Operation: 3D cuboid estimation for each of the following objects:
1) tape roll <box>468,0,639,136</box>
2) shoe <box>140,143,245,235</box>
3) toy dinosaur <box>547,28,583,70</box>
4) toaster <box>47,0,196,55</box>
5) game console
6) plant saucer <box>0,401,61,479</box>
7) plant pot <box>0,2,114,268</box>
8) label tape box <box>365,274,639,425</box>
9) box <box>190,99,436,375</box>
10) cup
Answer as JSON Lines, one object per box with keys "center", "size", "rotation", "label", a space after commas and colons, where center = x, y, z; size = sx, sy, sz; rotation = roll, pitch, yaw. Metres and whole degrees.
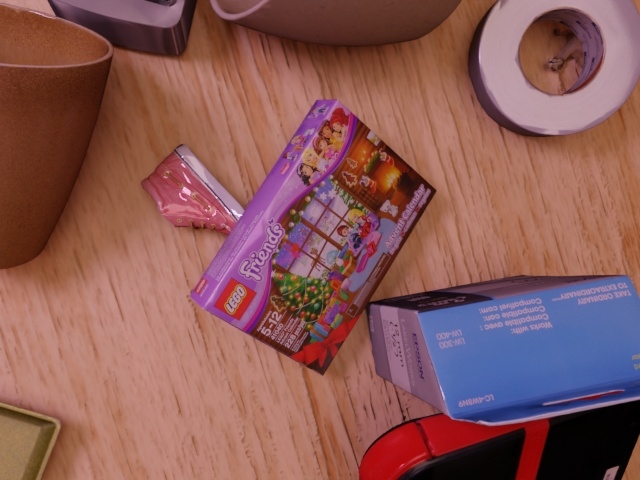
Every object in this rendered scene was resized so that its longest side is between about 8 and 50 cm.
{"center": [0.319, -0.253, 0.831], "size": [0.219, 0.072, 0.219], "rotation": [0, 98, 3], "label": "tape roll"}
{"center": [-0.147, -0.034, 0.778], "size": [0.081, 0.063, 0.178], "rotation": [-42, 93, -4], "label": "shoe"}
{"center": [0.411, -0.300, 0.893], "size": [0.183, 0.053, 0.092], "rotation": [-13, 106, -2], "label": "toy dinosaur"}
{"center": [-0.238, -0.324, 0.740], "size": [0.168, 0.110, 0.185], "rotation": [13, 87, -9], "label": "toaster"}
{"center": [0.214, 0.330, 0.743], "size": [0.342, 0.060, 0.386], "rotation": [-13, 126, -14], "label": "game console"}
{"center": [-0.431, 0.273, 0.729], "size": [0.188, 0.045, 0.188], "rotation": [20, 86, -9], "label": "plant saucer"}
{"center": [-0.358, -0.103, 0.653], "size": [0.237, 0.237, 0.254], "rotation": [10, 117, -10], "label": "plant pot"}
{"center": [0.215, 0.107, 0.692], "size": [0.249, 0.348, 0.115], "rotation": [-8, 86, -10], "label": "label tape box"}
{"center": [0.000, 0.000, 0.767], "size": [0.201, 0.057, 0.293], "rotation": [35, 83, -31], "label": "box"}
{"center": [0.051, -0.367, 0.716], "size": [0.237, 0.331, 0.331], "rotation": [18, 86, -36], "label": "cup"}
